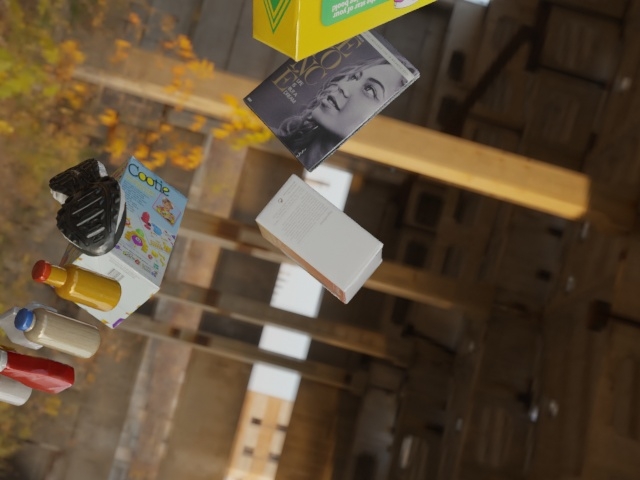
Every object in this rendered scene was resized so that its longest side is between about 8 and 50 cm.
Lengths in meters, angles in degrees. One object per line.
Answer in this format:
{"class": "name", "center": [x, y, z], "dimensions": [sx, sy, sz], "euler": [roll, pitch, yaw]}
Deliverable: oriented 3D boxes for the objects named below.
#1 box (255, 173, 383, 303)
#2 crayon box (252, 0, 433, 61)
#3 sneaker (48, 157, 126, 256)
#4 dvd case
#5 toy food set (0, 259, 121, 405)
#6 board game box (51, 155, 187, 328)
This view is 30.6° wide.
{"class": "box", "center": [0.000, 0.000, 1.731], "dimensions": [0.091, 0.170, 0.130], "euler": [-50, 170, -8]}
{"class": "crayon box", "center": [0.071, -0.452, 1.588], "dimensions": [0.363, 0.106, 0.313], "euler": [-29, 139, -34]}
{"class": "sneaker", "center": [-0.312, -0.033, 1.656], "dimensions": [0.108, 0.100, 0.271], "euler": [63, -5, -24]}
{"class": "dvd case", "center": [0.015, -0.230, 1.763], "dimensions": [0.221, 0.164, 0.018], "euler": [-41, 158, -2]}
{"class": "toy food set", "center": [-0.339, 0.111, 1.326], "dimensions": [0.232, 0.104, 0.111], "euler": [-27, -126, 33]}
{"class": "board game box", "center": [-0.363, 0.000, 2.139], "dimensions": [0.142, 0.144, 0.275], "euler": [-39, -157, 29]}
